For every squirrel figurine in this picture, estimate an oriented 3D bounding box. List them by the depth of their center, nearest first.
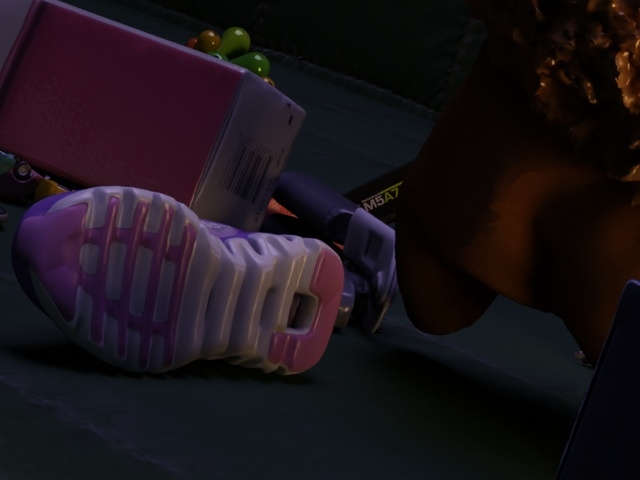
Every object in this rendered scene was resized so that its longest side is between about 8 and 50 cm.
[{"bbox_3d":[0.244,-0.011,1.048,0.281,0.397,0.370,-27,51,-15],"label":"squirrel figurine"}]

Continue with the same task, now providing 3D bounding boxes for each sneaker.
[{"bbox_3d":[-0.094,0.021,1.011,0.104,0.095,0.236,17,1,38],"label":"sneaker"}]

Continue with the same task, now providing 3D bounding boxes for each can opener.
[{"bbox_3d":[0.000,0.000,1.360,0.093,0.074,0.280,15,9,-16],"label":"can opener"}]

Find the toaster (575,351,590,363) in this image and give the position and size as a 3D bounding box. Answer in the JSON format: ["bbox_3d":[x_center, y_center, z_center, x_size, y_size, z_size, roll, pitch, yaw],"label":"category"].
[{"bbox_3d":[0.334,0.083,1.420,0.186,0.110,0.168,10,11,-44],"label":"toaster"}]

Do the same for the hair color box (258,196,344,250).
[{"bbox_3d":[-0.029,-0.023,1.545,0.141,0.043,0.072,16,9,-25],"label":"hair color box"}]

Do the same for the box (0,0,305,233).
[{"bbox_3d":[-0.154,-0.095,1.398,0.232,0.127,0.148,21,-2,20],"label":"box"}]

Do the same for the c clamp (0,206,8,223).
[{"bbox_3d":[-0.288,-0.043,1.222,0.137,0.022,0.161,19,5,-39],"label":"c clamp"}]

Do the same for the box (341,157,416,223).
[{"bbox_3d":[0.113,-0.062,1.707,0.191,0.045,0.184,-26,0,15],"label":"box"}]

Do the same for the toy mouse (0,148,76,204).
[{"bbox_3d":[-0.230,-0.050,1.276,0.143,0.031,0.161,30,-2,-5],"label":"toy mouse"}]

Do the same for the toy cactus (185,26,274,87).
[{"bbox_3d":[-0.138,-0.151,1.707,0.180,0.112,0.219,-2,14,-6],"label":"toy cactus"}]

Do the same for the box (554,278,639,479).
[{"bbox_3d":[0.211,0.114,0.825,0.207,0.153,0.108,8,14,-45],"label":"box"}]
